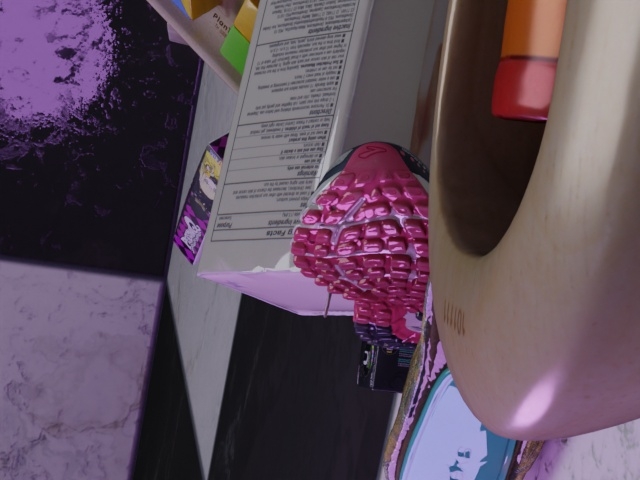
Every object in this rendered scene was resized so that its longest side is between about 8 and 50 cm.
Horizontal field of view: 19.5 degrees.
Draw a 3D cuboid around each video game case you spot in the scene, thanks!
[{"bbox_3d":[-0.026,-0.086,1.790,0.042,0.232,0.210,52,154,12],"label":"video game case"}]

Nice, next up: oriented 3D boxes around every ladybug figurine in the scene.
[{"bbox_3d":[0.165,-0.121,0.890,0.305,0.162,0.449,-139,58,-77],"label":"ladybug figurine"}]

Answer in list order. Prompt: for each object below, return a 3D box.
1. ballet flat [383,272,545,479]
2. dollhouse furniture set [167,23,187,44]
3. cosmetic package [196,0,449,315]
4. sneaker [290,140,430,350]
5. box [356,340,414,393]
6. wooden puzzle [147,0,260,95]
[{"bbox_3d":[0.121,0.045,1.172,0.348,0.123,0.123,109,165,-45],"label":"ballet flat"},{"bbox_3d":[-0.124,-0.354,1.944,0.303,0.286,0.198,91,-167,-72],"label":"dollhouse furniture set"},{"bbox_3d":[0.019,-0.094,1.538,0.153,0.129,0.296,0,72,47],"label":"cosmetic package"},{"bbox_3d":[0.053,-0.007,1.344,0.299,0.121,0.112,65,-148,-69],"label":"sneaker"},{"bbox_3d":[0.066,0.086,1.568,0.062,0.052,0.083,172,105,-78],"label":"box"},{"bbox_3d":[-0.063,-0.284,1.817,0.080,0.322,0.348,-35,-13,-40],"label":"wooden puzzle"}]
